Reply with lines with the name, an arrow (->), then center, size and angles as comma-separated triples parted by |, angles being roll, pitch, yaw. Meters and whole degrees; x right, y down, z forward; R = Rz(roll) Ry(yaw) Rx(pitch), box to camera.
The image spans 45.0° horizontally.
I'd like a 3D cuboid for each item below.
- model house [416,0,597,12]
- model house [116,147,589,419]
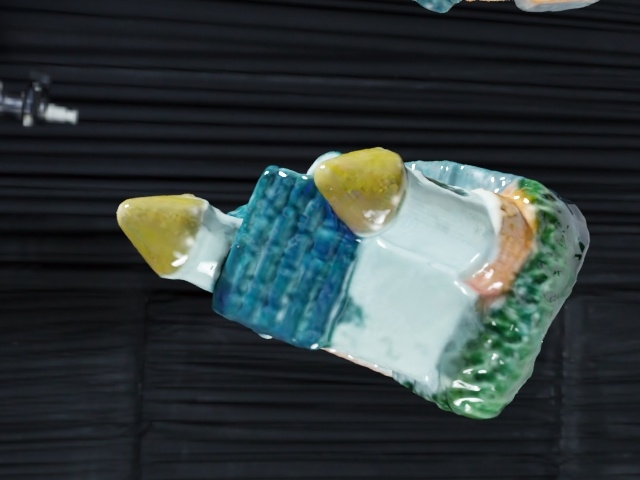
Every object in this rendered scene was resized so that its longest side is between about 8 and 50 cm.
model house -> 0.109, -0.258, 0.463 | 0.271, 0.300, 0.190 | 167, 90, -72
model house -> 0.000, 0.000, 0.570 | 0.253, 0.291, 0.184 | 25, 97, 61
